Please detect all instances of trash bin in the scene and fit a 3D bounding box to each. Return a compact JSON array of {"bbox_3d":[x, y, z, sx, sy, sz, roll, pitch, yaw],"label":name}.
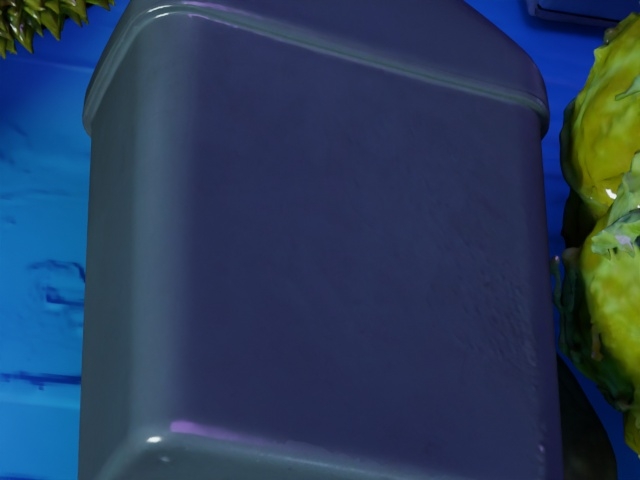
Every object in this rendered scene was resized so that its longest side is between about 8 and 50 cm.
[{"bbox_3d":[0.000,0.000,0.606,0.177,0.101,0.236,14,52,-21],"label":"trash bin"}]

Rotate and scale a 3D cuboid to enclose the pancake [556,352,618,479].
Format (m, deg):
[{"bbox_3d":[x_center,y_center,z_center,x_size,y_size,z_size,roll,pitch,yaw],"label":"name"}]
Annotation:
[{"bbox_3d":[0.020,0.080,0.656,0.242,0.050,0.242,14,51,-18],"label":"pancake"}]

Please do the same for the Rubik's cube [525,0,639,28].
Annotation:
[{"bbox_3d":[0.228,-0.254,0.862,0.225,0.231,0.221,5,55,-18],"label":"Rubik's cube"}]

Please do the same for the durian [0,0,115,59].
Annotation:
[{"bbox_3d":[-0.130,-0.147,0.557,0.146,0.198,0.159,44,13,14],"label":"durian"}]

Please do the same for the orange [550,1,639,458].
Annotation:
[{"bbox_3d":[0.222,0.016,0.671,0.300,0.223,0.301,53,46,-6],"label":"orange"}]

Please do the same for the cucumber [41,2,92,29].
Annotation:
[{"bbox_3d":[-0.146,-0.189,0.730,0.191,0.130,0.191,7,61,-12],"label":"cucumber"}]
